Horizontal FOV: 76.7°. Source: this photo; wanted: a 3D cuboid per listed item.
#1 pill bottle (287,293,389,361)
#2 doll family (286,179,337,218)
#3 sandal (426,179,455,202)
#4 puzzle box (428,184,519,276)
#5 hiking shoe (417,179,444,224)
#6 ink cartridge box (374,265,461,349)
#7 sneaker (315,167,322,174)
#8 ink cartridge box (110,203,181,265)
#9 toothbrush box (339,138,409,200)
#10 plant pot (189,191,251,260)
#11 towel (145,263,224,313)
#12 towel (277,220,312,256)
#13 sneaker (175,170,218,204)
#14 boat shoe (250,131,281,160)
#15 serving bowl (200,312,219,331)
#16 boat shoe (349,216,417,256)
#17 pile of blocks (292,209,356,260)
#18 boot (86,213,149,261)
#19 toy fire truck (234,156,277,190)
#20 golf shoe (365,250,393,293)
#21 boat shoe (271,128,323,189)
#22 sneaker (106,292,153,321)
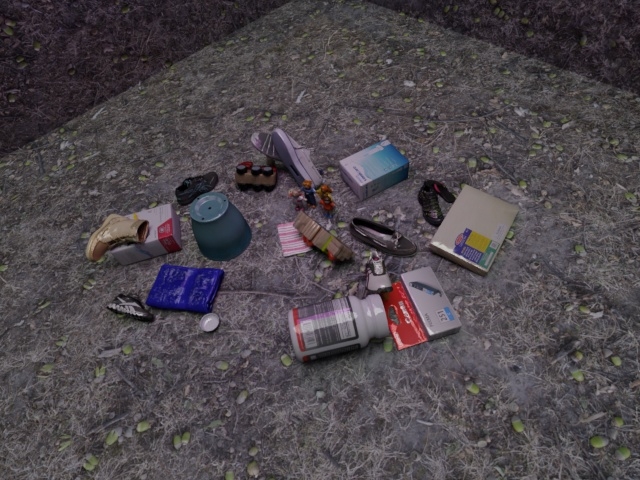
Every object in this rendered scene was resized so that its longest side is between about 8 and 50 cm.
[{"bbox_3d":[0.068,0.332,1.577,0.363,0.210,0.210,-13,54,-2],"label":"pill bottle"},{"bbox_3d":[-0.029,-0.224,2.018,0.263,0.163,0.118,13,57,16],"label":"doll family"},{"bbox_3d":[0.607,-0.258,2.031,0.067,0.040,0.179,-33,57,-15],"label":"sandal"},{"bbox_3d":[0.701,-0.057,1.850,0.272,0.052,0.408,30,63,17],"label":"puzzle box"},{"bbox_3d":[0.525,-0.179,1.940,0.086,0.114,0.226,-16,54,-4],"label":"hiking shoe"},{"bbox_3d":[0.389,0.271,1.666,0.261,0.066,0.296,-16,54,-5],"label":"ink cartridge box"},{"bbox_3d":[-0.055,-0.389,2.212,0.136,0.052,0.058,2,51,9],"label":"sneaker"},{"bbox_3d":[-0.867,-0.031,2.016,0.307,0.131,0.226,-16,54,-5],"label":"ink cartridge box"},{"bbox_3d":[0.277,-0.369,2.104,0.296,0.126,0.216,-27,56,-13],"label":"toothbrush box"},{"bbox_3d":[-0.490,-0.082,1.923,0.272,0.255,0.271,-3,55,5],"label":"plant pot"},{"bbox_3d":[-0.614,0.208,1.836,0.309,0.076,0.227,3,51,11],"label":"towel"},{"bbox_3d":[-0.127,-0.015,1.965,0.144,0.029,0.196,-15,54,-2],"label":"towel"},{"bbox_3d":[-0.671,-0.302,2.201,0.101,0.106,0.267,33,63,28],"label":"sneaker"},{"bbox_3d":[-0.231,-0.480,2.172,0.321,0.103,0.118,16,79,-26],"label":"boat shoe"},{"bbox_3d":[-0.474,0.357,1.745,0.084,0.027,0.083,-4,55,5],"label":"serving bowl"},{"bbox_3d":[0.284,-0.019,1.869,0.336,0.095,0.112,21,60,21],"label":"boat shoe"},{"bbox_3d":[0.000,0.000,1.892,0.362,0.149,0.112,41,97,32],"label":"pile of blocks"},{"bbox_3d":[-0.933,-0.004,1.874,0.204,0.095,0.261,10,54,13],"label":"boot"},{"bbox_3d":[-0.338,-0.405,2.222,0.217,0.158,0.246,4,35,4],"label":"toy fire truck"},{"bbox_3d":[0.230,0.136,1.678,0.105,0.120,0.273,-6,17,-2],"label":"golf shoe"},{"bbox_3d":[-0.098,-0.437,2.101,0.156,0.136,0.367,-40,103,-25],"label":"boat shoe"},{"bbox_3d":[-0.836,0.291,1.811,0.235,0.078,0.106,12,59,18],"label":"sneaker"}]
